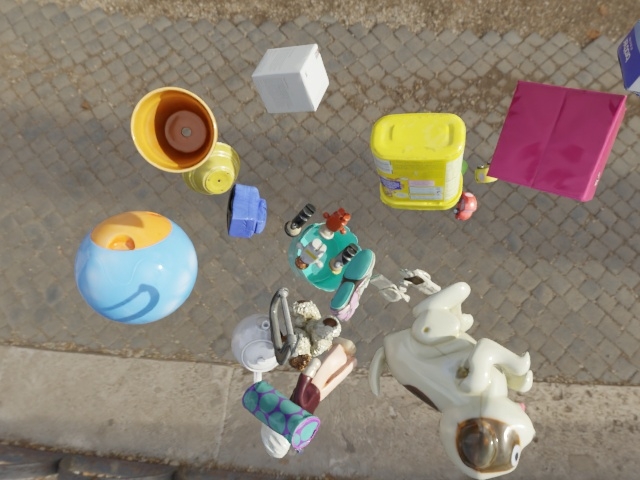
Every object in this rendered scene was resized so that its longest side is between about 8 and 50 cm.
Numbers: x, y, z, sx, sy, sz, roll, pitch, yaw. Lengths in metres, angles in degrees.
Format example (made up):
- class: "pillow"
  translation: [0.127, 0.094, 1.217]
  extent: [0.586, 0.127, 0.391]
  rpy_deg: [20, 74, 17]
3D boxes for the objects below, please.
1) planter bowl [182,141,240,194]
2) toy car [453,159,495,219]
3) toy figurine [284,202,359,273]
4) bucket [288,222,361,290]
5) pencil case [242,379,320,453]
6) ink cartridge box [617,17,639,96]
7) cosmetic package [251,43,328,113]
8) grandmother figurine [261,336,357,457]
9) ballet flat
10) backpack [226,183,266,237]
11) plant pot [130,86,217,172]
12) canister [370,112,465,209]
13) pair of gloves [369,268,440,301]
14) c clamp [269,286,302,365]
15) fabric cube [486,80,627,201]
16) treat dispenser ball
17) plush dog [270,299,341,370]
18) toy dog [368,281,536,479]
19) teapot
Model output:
- class: "planter bowl"
  translation: [-0.378, -0.234, 1.515]
  extent: [0.217, 0.217, 0.090]
  rpy_deg: [-30, 51, -8]
- class: "toy car"
  translation: [0.485, -0.208, 1.393]
  extent: [0.225, 0.053, 0.239]
  rpy_deg: [36, 89, -26]
- class: "toy figurine"
  translation: [0.000, 0.000, 1.378]
  extent: [0.212, 0.148, 0.210]
  rpy_deg: [3, 59, -34]
- class: "bucket"
  translation: [0.009, 0.060, 1.698]
  extent: [0.281, 0.183, 0.281]
  rpy_deg: [0, 91, -23]
- class: "pencil case"
  translation: [-0.074, 0.315, 0.768]
  extent: [0.151, 0.070, 0.065]
  rpy_deg: [19, 66, 40]
- class: "ink cartridge box"
  translation: [0.705, -0.359, 0.680]
  extent: [0.269, 0.396, 0.151]
  rpy_deg: [16, 57, 3]
- class: "cosmetic package"
  translation: [-0.095, -0.526, 1.378]
  extent: [0.183, 0.151, 0.151]
  rpy_deg: [6, 57, 24]
- class: "grandmother figurine"
  translation: [-0.023, 0.374, 1.028]
  extent: [0.104, 0.208, 0.342]
  rpy_deg: [12, 32, 29]
- class: "ballet flat"
  translation: [0.094, 0.126, 1.157]
  extent: [0.076, 0.079, 0.222]
  rpy_deg: [6, 51, 34]
- class: "backpack"
  translation: [-0.190, -0.078, 1.076]
  extent: [0.101, 0.098, 0.120]
  rpy_deg: [6, 57, -21]
- class: "plant pot"
  translation: [-0.374, -0.293, 1.125]
  extent: [0.205, 0.188, 0.205]
  rpy_deg: [-2, 105, -8]
- class: "canister"
  translation: [0.141, -0.108, 0.604]
  extent: [0.126, 0.170, 0.074]
  rpy_deg: [3, 74, 16]
- class: "pair of gloves"
  translation: [0.340, 0.188, 1.720]
  extent: [0.240, 0.204, 0.042]
  rpy_deg: [-20, 42, 35]
- class: "c clamp"
  translation: [-0.064, 0.149, 0.758]
  extent: [0.022, 0.137, 0.161]
  rpy_deg: [3, 40, -22]
- class: "fabric cube"
  translation: [0.651, -0.270, 1.161]
  extent: [0.259, 0.254, 0.258]
  rpy_deg: [24, 110, 32]
- class: "treat dispenser ball"
  translation: [-0.464, 0.068, 1.077]
  extent: [0.288, 0.288, 0.288]
  rpy_deg: [0, 73, 0]
- class: "plush dog"
  translation: [-0.062, 0.375, 1.562]
  extent: [0.225, 0.211, 0.262]
  rpy_deg: [-27, 32, -26]
- class: "toy dog"
  translation: [0.346, 0.370, 1.058]
  extent: [0.395, 0.285, 0.408]
  rpy_deg: [-22, 49, -5]
- class: "teapot"
  translation: [-0.238, 0.431, 1.669]
  extent: [0.252, 0.187, 0.256]
  rpy_deg: [-35, 114, 7]
